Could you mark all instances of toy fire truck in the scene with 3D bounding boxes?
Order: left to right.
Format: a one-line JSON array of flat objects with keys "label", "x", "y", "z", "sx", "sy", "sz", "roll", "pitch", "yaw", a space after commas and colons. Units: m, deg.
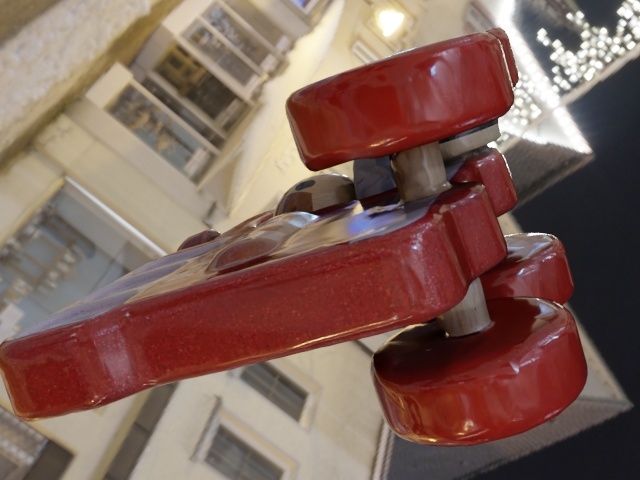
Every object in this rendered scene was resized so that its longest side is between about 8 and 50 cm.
[{"label": "toy fire truck", "x": 0.000, "y": 0.000, "z": 0.451, "sx": 0.254, "sy": 0.169, "sz": 0.302, "roll": -14, "pitch": -170, "yaw": 18}]
